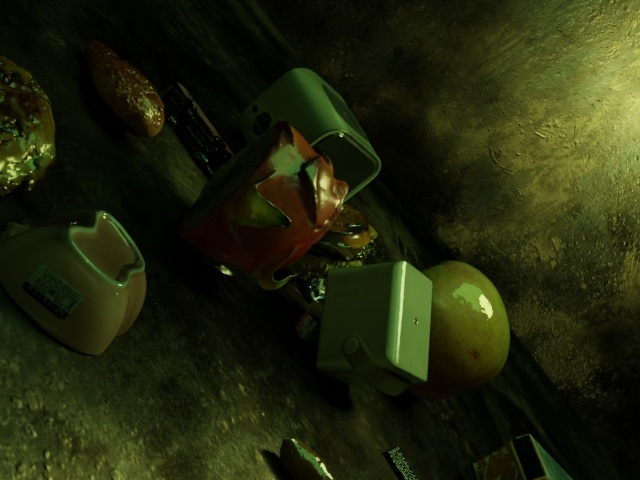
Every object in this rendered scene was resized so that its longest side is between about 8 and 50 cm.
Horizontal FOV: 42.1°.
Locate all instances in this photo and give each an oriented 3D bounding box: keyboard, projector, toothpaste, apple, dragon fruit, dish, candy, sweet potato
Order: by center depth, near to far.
[{"bbox_3d":[-0.291,0.030,1.030,0.213,0.090,0.213,47,17,-19],"label":"dish"},{"bbox_3d":[0.003,0.363,1.217,0.195,0.056,0.056,54,15,-12],"label":"sweet potato"},{"bbox_3d":[-0.087,-0.059,1.432,0.189,0.291,0.290,42,18,-20],"label":"dragon fruit"},{"bbox_3d":[0.187,0.477,1.552,0.204,0.013,0.061,57,17,16],"label":"keyboard"},{"bbox_3d":[0.102,0.171,1.570,0.163,0.177,0.242,32,56,-48],"label":"projector"},{"bbox_3d":[0.021,0.196,1.654,0.196,0.047,0.040,33,10,-50],"label":"toothpaste"},{"bbox_3d":[0.032,0.125,1.835,0.226,0.051,0.094,25,41,-55],"label":"candy"},{"bbox_3d":[0.270,0.208,1.851,0.277,0.319,0.319,59,16,10],"label":"apple"},{"bbox_3d":[-0.031,-0.240,2.079,0.248,0.249,0.249,33,25,-50],"label":"projector"}]

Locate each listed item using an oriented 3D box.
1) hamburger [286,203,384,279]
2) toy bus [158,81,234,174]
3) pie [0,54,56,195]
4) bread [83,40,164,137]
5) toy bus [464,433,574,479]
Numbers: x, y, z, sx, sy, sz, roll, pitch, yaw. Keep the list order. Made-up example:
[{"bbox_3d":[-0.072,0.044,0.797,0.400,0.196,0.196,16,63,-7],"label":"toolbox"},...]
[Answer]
[{"bbox_3d":[0.000,0.000,1.731,0.262,0.138,0.243,23,23,18],"label":"hamburger"},{"bbox_3d":[-0.252,-0.227,1.757,0.235,0.073,0.096,53,9,7],"label":"toy bus"},{"bbox_3d":[-0.456,-0.185,1.044,0.308,0.085,0.308,47,17,-20],"label":"pie"},{"bbox_3d":[-0.360,-0.286,1.531,0.139,0.095,0.269,47,11,-46],"label":"bread"},{"bbox_3d":[0.483,0.591,1.813,0.323,0.194,0.162,45,16,-23],"label":"toy bus"}]
